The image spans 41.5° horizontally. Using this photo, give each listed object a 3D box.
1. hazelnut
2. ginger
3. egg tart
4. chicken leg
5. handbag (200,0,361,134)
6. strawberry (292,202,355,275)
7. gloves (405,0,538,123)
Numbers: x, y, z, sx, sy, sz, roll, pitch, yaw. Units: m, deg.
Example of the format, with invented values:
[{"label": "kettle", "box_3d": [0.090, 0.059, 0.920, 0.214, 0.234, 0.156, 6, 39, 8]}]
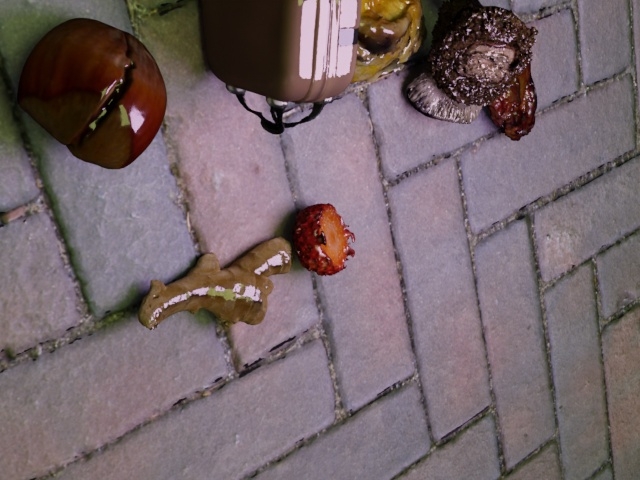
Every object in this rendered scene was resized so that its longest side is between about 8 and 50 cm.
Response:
[{"label": "hazelnut", "box_3d": [-0.325, -0.222, 1.244, 0.212, 0.181, 0.181, 37, 98, -27]}, {"label": "ginger", "box_3d": [-0.177, 0.087, 1.491, 0.334, 0.081, 0.147, -11, 102, -37]}, {"label": "egg tart", "box_3d": [0.103, -0.428, 1.567, 0.297, 0.132, 0.297, -7, 100, -40]}, {"label": "chicken leg", "box_3d": [0.367, -0.388, 1.786, 0.158, 0.096, 0.407, -56, 132, -31]}, {"label": "handbag", "box_3d": [-0.070, -0.311, 1.349, 0.149, 0.302, 0.283, -12, 113, -34]}, {"label": "strawberry", "box_3d": [0.000, 0.000, 1.593, 0.145, 0.086, 0.145, 47, 32, -42]}, {"label": "gloves", "box_3d": [0.291, -0.351, 1.631, 0.210, 0.312, 0.135, 26, 57, -13]}]
